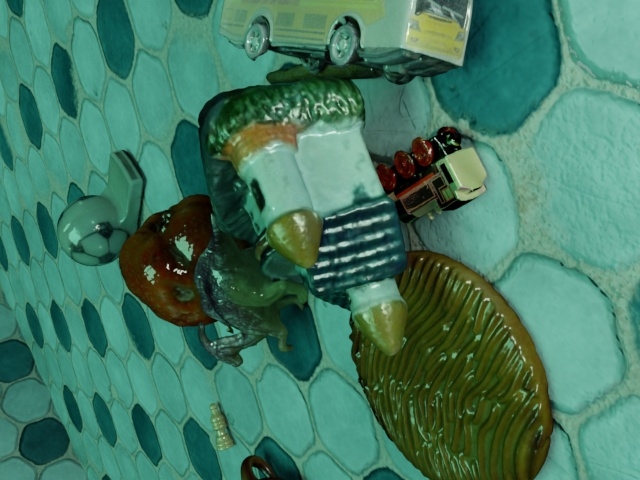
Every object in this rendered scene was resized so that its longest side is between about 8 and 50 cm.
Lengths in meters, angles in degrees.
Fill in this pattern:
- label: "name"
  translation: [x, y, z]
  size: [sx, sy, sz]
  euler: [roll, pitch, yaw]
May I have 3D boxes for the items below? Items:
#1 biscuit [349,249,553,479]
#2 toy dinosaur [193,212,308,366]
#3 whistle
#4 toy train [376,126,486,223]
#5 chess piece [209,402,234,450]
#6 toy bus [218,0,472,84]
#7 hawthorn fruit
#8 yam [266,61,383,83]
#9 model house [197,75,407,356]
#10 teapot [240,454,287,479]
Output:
- label: "biscuit"
  translation: [0.141, 0.165, 0.916]
  size: [0.318, 0.040, 0.318]
  euler: [31, 131, 44]
- label: "toy dinosaur"
  translation: [-0.101, 0.078, 1.108]
  size: [0.077, 0.162, 0.294]
  euler: [-103, 13, -62]
- label: "whistle"
  translation: [-0.465, -0.044, 1.584]
  size: [0.163, 0.163, 0.290]
  euler: [52, 143, 26]
- label: "toy train"
  translation: [0.115, -0.065, 0.828]
  size: [0.138, 0.050, 0.087]
  euler: [-33, 82, 56]
- label: "chess piece"
  translation: [-0.202, 0.370, 1.525]
  size: [0.035, 0.035, 0.092]
  euler: [-25, 82, 57]
- label: "toy bus"
  translation: [0.015, -0.250, 0.827]
  size: [0.342, 0.097, 0.138]
  euler: [19, 101, 51]
- label: "hawthorn fruit"
  translation: [-0.193, 0.061, 1.224]
  size: [0.207, 0.207, 0.243]
  euler: [8, 133, 54]
- label: "yam"
  translation: [-0.004, -0.207, 0.947]
  size: [0.234, 0.027, 0.029]
  euler: [11, 83, 53]
- label: "model house"
  translation: [0.000, 0.000, 0.833]
  size: [0.253, 0.184, 0.291]
  euler: [99, 149, -60]
- label: "teapot"
  translation: [-0.080, 0.491, 1.337]
  size: [0.178, 0.135, 0.252]
  euler: [-42, 45, 19]
